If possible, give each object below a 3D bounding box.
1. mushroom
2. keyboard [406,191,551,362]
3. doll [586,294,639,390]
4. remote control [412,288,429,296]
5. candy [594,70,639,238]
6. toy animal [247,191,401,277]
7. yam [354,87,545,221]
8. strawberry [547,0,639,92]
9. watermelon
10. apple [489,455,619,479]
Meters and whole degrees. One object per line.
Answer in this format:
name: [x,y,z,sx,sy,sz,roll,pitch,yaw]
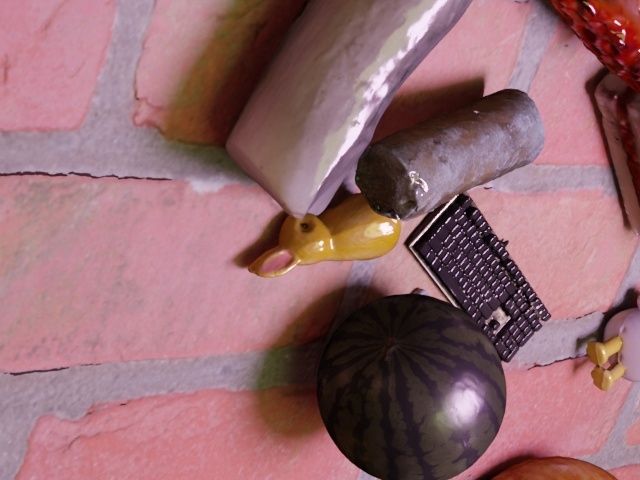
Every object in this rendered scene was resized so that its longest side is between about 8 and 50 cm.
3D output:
mushroom: [0.059,-0.206,1.351,0.397,0.126,0.177,-57,170,6]
keyboard: [0.196,0.045,1.759,0.106,0.027,0.317,-49,141,-6]
doll: [0.487,0.116,2.053,0.293,0.119,0.138,-24,117,-26]
remote control: [0.128,0.127,1.751,0.050,0.027,0.184,-42,136,-17]
candy: [0.457,-0.122,1.821,0.179,0.135,0.320,-45,143,-13]
toy animal: [0.001,-0.002,1.486,0.159,0.083,0.070,-17,85,-22]
yam: [0.134,-0.088,1.504,0.259,0.093,0.093,-25,134,-48]
strawberry: [0.334,-0.268,1.582,0.280,0.150,0.253,-27,118,-27]
watermelon: [0.099,0.162,1.600,0.212,0.212,0.212,-27,134,-31]
apple: [0.310,0.445,1.995,0.309,0.250,0.277,-48,142,-4]
